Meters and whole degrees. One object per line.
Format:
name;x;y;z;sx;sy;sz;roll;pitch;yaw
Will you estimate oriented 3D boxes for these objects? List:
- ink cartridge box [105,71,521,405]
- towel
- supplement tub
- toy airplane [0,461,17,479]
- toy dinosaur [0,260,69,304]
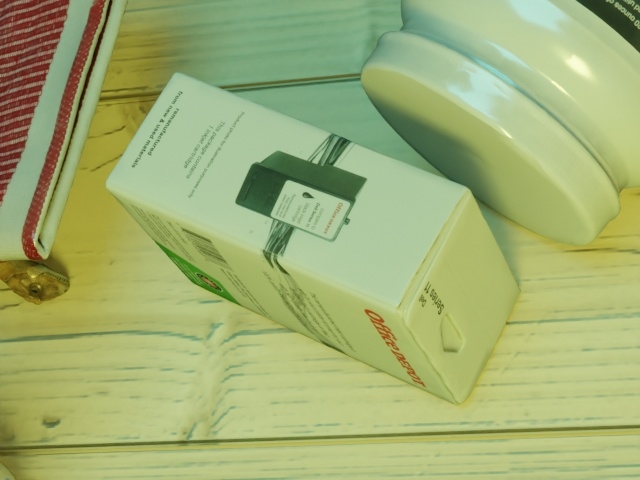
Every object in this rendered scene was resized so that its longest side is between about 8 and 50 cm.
ink cartridge box;0.000;0.000;1.136;0.208;0.153;0.087;24;75;26
towel;-0.273;-0.089;1.284;0.329;0.037;0.237;-3;64;38
supplement tub;0.169;-0.154;1.125;0.191;0.191;0.272;32;79;29
toy airplane;-0.304;0.181;1.118;0.384;0.272;0.386;-32;57;50
toy dinosaur;-0.249;-0.032;1.290;0.211;0.064;0.112;29;79;28
